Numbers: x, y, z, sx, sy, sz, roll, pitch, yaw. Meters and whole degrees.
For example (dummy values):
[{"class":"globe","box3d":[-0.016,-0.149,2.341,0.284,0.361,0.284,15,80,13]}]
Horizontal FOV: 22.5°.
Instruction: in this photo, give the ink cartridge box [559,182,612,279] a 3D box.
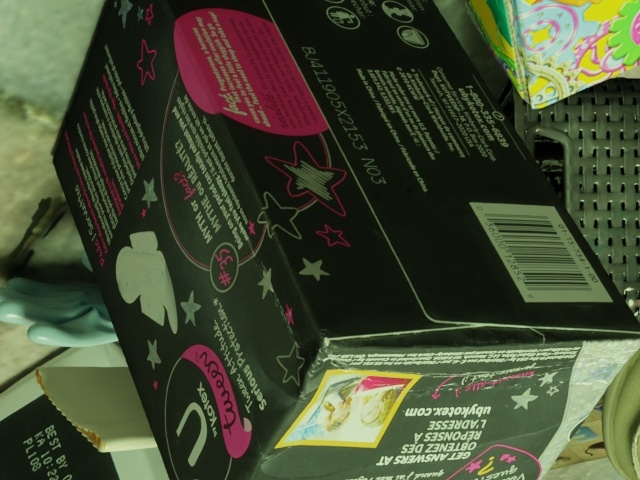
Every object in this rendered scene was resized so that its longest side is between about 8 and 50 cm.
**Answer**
[{"class":"ink cartridge box","box3d":[0.287,-0.040,0.977,0.235,0.088,0.193,-40,142,18]}]

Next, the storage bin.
[{"class":"storage bin","box3d":[0.129,-0.009,0.825,0.084,0.122,0.180,0,173,0]}]

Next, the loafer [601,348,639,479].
[{"class":"loafer","box3d":[0.249,0.063,0.916,0.102,0.092,0.268,10,128,-21]}]

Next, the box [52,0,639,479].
[{"class":"box","box3d":[0.000,0.000,0.719,0.163,0.247,0.142,1,135,-31]}]

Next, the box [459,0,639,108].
[{"class":"box","box3d":[0.057,-0.250,0.437,0.177,0.279,0.290,-25,143,-2]}]

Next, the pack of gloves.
[{"class":"pack of gloves","box3d":[-0.040,0.041,0.814,0.232,0.195,0.046,1,107,-32]}]

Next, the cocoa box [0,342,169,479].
[{"class":"cocoa box","box3d":[-0.111,0.280,0.897,0.231,0.347,0.228,-32,143,6]}]

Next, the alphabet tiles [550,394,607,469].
[{"class":"alphabet tiles","box3d":[0.180,0.111,1.076,0.237,0.009,0.198,-17,150,24]}]
